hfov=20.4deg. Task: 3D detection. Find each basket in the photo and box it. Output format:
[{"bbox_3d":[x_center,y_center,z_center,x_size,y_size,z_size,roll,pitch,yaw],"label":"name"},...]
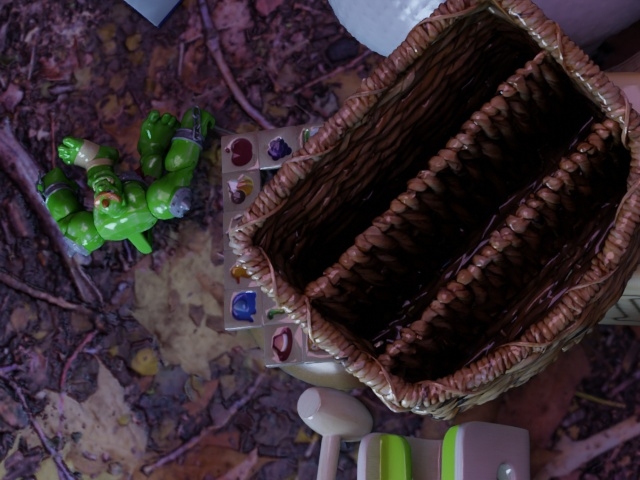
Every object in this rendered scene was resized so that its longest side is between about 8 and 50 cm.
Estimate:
[{"bbox_3d":[0.117,-0.013,1.371,0.299,0.223,0.213,-45,67,2],"label":"basket"}]

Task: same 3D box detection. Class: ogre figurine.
[{"bbox_3d":[-0.193,-0.055,1.771,0.197,0.097,0.118,-10,54,1],"label":"ogre figurine"}]

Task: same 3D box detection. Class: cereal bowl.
[{"bbox_3d":[0.172,-0.240,1.605,0.338,0.339,0.141,-6,115,17],"label":"cereal bowl"}]

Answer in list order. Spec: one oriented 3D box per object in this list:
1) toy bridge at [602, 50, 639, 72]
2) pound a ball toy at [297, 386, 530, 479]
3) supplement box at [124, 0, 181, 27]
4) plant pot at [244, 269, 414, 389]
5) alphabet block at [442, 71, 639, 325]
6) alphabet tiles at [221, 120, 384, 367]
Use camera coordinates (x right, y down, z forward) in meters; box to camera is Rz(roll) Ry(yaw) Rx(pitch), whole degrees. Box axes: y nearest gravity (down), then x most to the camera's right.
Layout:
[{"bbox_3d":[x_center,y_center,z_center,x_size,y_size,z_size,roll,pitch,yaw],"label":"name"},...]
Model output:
[{"bbox_3d":[0.343,-0.182,1.632,0.188,0.063,0.026,-24,70,11],"label":"toy bridge"},{"bbox_3d":[0.091,0.285,1.579,0.208,0.135,0.319,-13,70,42],"label":"pound a ball toy"},{"bbox_3d":[-0.225,-0.341,1.844,0.220,0.114,0.111,42,93,25],"label":"supplement box"},{"bbox_3d":[0.025,0.024,1.705,0.236,0.032,0.236,-5,75,18],"label":"plant pot"},{"bbox_3d":[0.219,-0.034,1.566,0.197,0.193,0.192,2,78,19],"label":"alphabet block"},{"bbox_3d":[0.000,0.000,1.698,0.198,0.009,0.237,-7,74,17],"label":"alphabet tiles"}]
